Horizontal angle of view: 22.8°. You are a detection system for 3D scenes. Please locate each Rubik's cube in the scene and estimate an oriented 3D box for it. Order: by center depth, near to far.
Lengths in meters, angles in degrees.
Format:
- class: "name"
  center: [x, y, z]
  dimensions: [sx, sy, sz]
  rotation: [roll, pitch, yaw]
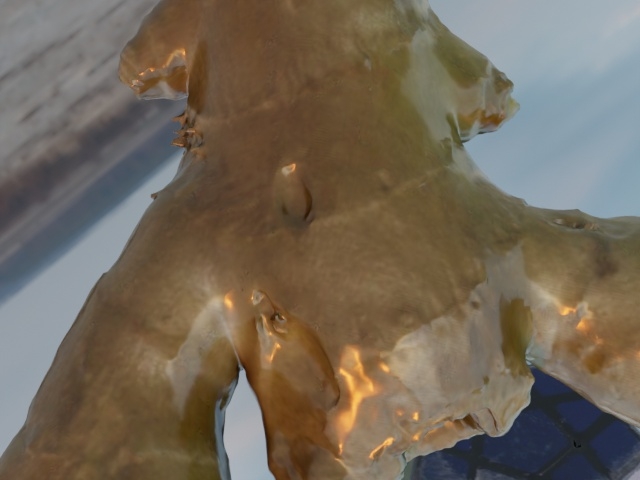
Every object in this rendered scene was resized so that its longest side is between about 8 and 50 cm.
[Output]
- class: "Rubik's cube"
  center: [0.168, 0.253, 1.305]
  dimensions: [0.319, 0.264, 0.319]
  rotation: [-4, -140, 3]

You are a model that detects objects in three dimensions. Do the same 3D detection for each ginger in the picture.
- class: "ginger"
  center: [-0.012, 0.012, 0.606]
  dimensions: [0.363, 0.348, 0.122]
  rotation: [-31, 163, -6]
